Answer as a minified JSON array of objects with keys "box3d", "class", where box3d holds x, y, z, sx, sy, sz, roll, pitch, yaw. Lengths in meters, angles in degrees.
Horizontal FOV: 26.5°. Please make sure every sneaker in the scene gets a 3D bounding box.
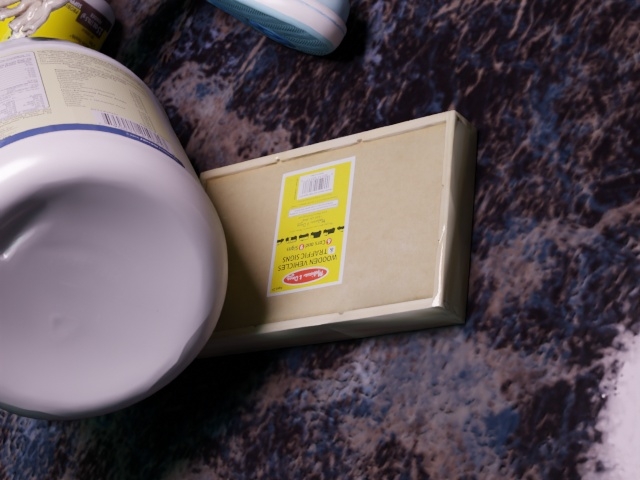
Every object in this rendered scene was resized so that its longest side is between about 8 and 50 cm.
[{"box3d":[-0.044,-0.306,1.246,0.319,0.127,0.208,37,94,44],"class":"sneaker"}]

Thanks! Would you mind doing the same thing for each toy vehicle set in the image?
[{"box3d":[0.000,0.000,1.103,0.267,0.035,0.166,-11,61,36],"class":"toy vehicle set"}]

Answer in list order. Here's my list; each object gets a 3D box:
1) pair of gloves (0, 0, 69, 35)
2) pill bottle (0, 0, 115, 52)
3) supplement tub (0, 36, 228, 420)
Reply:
[{"box3d":[-0.256,-0.279,1.304,0.204,0.042,0.240,-44,35,-17],"class":"pair of gloves"},{"box3d":[-0.308,-0.170,1.395,0.117,0.117,0.215,23,83,44],"class":"pill bottle"},{"box3d":[-0.220,-0.028,1.128,0.235,0.235,0.325,-48,29,8],"class":"supplement tub"}]
